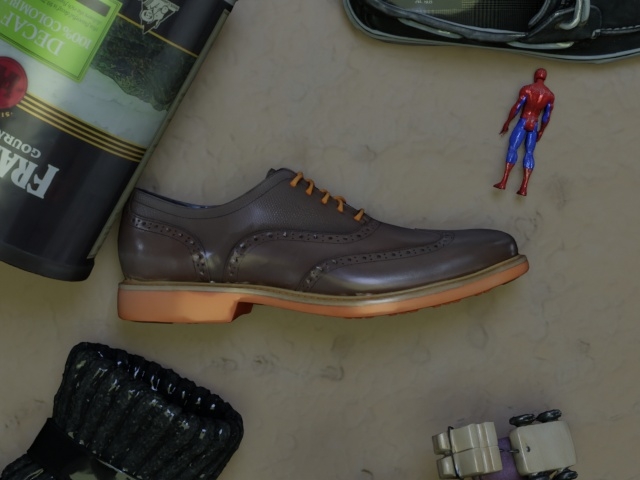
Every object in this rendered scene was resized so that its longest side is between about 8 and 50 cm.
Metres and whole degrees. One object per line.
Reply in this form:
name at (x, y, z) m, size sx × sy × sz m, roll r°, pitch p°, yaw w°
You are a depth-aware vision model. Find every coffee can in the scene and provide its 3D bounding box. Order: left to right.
coffee can at (-0.218, -0.134, 1.061) m, size 0.201 × 0.201 × 0.275 m, roll 29°, pitch 96°, yaw -4°

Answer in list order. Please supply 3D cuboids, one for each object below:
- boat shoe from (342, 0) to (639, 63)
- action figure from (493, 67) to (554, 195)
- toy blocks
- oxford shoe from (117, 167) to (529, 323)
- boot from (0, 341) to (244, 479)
boat shoe at (0.188, -0.208, 1.096) m, size 0.335 × 0.119 × 0.121 m, roll -5°, pitch 97°, yaw 0°
action figure at (0.185, -0.100, 1.157) m, size 0.038 × 0.030 × 0.115 m, roll 16°, pitch 92°, yaw -8°
toy blocks at (0.077, 0.341, 1.140) m, size 0.289 × 0.260 × 0.309 m, roll -2°, pitch 72°, yaw -28°
oxford shoe at (0.000, 0.000, 1.121) m, size 0.364 × 0.130 × 0.132 m, roll -3°, pitch 91°, yaw 0°
boot at (-0.266, 0.204, 1.136) m, size 0.348 × 0.131 × 0.260 m, roll 19°, pitch 104°, yaw -14°
